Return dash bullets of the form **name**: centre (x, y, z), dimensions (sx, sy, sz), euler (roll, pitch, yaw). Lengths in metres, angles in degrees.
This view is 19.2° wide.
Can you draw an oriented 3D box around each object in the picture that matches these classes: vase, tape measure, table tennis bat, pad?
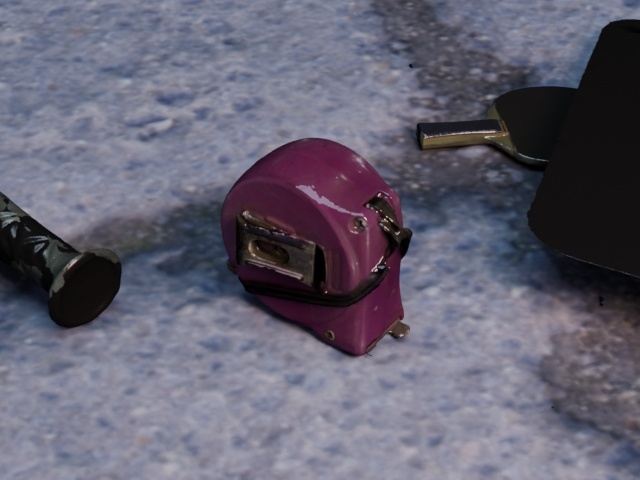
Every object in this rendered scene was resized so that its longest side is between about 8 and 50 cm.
- **vase**: centre (-0.204, -0.006, 1.219), dimensions (0.167, 0.059, 0.059), euler (31, 48, 31)
- **tape measure**: centre (0.000, 0.000, 1.176), dimensions (0.125, 0.118, 0.074), euler (21, 41, 27)
- **table tennis bat**: centre (0.147, -0.081, 1.360), dimensions (0.158, 0.014, 0.095), euler (-5, 41, -11)
- **pad**: centre (0.313, -0.023, 1.296), dimensions (0.315, 0.063, 0.375), euler (16, 33, 11)
